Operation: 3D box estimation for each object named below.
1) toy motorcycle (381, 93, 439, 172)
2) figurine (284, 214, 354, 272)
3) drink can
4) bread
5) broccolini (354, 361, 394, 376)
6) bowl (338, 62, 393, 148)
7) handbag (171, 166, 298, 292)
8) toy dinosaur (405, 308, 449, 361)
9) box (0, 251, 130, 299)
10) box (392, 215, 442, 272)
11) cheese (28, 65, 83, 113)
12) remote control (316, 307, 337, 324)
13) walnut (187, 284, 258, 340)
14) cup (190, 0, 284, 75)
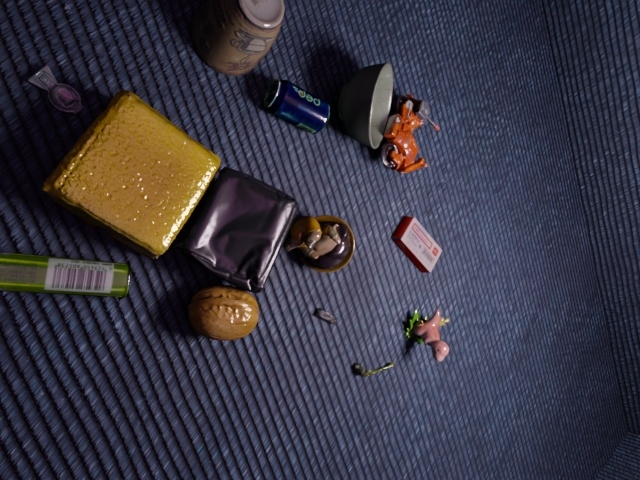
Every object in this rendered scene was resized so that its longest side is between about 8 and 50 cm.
[{"bbox_3d":[0.336,-0.391,1.644,0.221,0.148,0.325,32,69,-36],"label":"toy motorcycle"},{"bbox_3d":[-0.001,-0.004,1.376,0.257,0.192,0.167,41,29,-59],"label":"figurine"},{"bbox_3d":[-0.075,-0.434,1.390,0.205,0.118,0.118,19,79,-33],"label":"drink can"},{"bbox_3d":[-0.467,-0.166,1.110,0.323,0.143,0.333,39,69,-28],"label":"bread"},{"bbox_3d":[0.201,0.484,1.616,0.194,0.054,0.052,6,116,-40],"label":"broccolini"},{"bbox_3d":[0.149,-0.475,1.497,0.289,0.146,0.289,14,90,-73],"label":"bowl"},{"bbox_3d":[-0.242,-0.029,1.240,0.275,0.178,0.302,26,76,-13],"label":"handbag"},{"bbox_3d":[0.426,0.360,1.676,0.152,0.177,0.194,38,67,-28],"label":"toy dinosaur"},{"bbox_3d":[-0.636,0.083,0.998,0.345,0.134,0.097,9,80,-34],"label":"box"},{"bbox_3d":[0.393,0.017,1.736,0.229,0.050,0.123,44,65,-25],"label":"box"},{"bbox_3d":[-0.648,-0.367,1.060,0.120,0.026,0.067,46,66,-24],"label":"cheese"},{"bbox_3d":[0.021,0.267,1.503,0.091,0.016,0.034,33,56,-29],"label":"remote control"},{"bbox_3d":[-0.276,0.206,1.226,0.207,0.159,0.159,14,81,-26],"label":"walnut"},{"bbox_3d":[-0.197,-0.649,1.232,0.227,0.257,0.301,45,65,-27],"label":"cup"}]
